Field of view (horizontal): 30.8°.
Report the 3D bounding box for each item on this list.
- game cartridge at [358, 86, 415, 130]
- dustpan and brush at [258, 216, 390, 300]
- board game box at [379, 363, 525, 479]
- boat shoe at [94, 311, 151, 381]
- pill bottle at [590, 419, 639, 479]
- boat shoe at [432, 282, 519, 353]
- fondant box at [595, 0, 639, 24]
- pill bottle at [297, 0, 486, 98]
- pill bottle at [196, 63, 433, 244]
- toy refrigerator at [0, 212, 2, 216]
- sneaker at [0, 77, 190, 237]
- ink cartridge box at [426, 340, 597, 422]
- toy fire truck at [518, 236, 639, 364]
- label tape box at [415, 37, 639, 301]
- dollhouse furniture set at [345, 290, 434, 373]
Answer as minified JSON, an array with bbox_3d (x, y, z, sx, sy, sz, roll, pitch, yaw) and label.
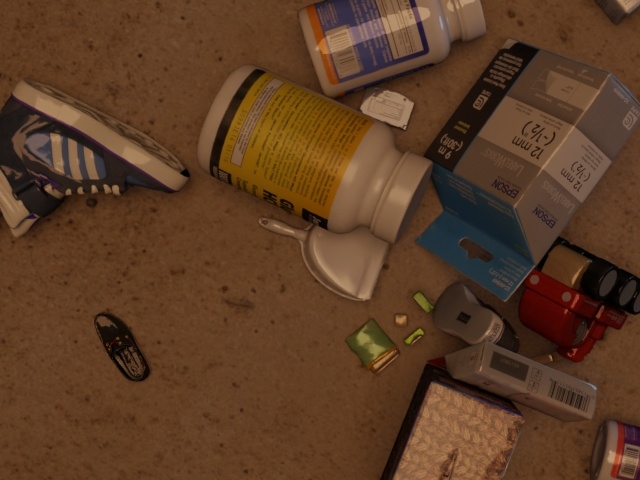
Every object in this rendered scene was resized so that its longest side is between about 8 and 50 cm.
[{"bbox_3d":[0.108,-0.217,1.884,0.083,0.017,0.056,20,94,4],"label":"game cartridge"},{"bbox_3d":[0.000,0.000,1.874,0.211,0.060,0.147,21,78,-2],"label":"dustpan and brush"},{"bbox_3d":[0.184,0.326,1.732,0.141,0.291,0.232,21,90,4],"label":"board game box"},{"bbox_3d":[-0.325,0.172,1.895,0.049,0.042,0.133,-36,85,5],"label":"boat shoe"},{"bbox_3d":[0.525,0.351,1.800,0.193,0.108,0.108,14,90,4],"label":"pill bottle"},{"bbox_3d":[0.241,0.127,1.776,0.076,0.228,0.080,35,88,-17],"label":"boat shoe"},{"bbox_3d":[0.462,-0.546,1.827,0.238,0.096,0.330,-38,88,2],"label":"fondant box"},{"bbox_3d":[0.113,-0.332,1.818,0.272,0.152,0.152,-18,88,3],"label":"pill bottle"},{"bbox_3d":[-0.006,-0.125,1.791,0.334,0.188,0.188,25,91,10],"label":"pill bottle"},{"bbox_3d":[-0.636,0.047,1.894,0.102,0.094,0.269,30,92,-3],"label":"toy refrigerator"},{"bbox_3d":[-0.398,-0.090,1.872,0.322,0.130,0.236,29,101,-1],"label":"sneaker"},{"bbox_3d":[0.275,0.220,1.735,0.189,0.232,0.066,22,68,-11],"label":"ink cartridge box"},{"bbox_3d":[0.355,0.128,1.774,0.158,0.217,0.246,31,96,36],"label":"toy fire truck"},{"bbox_3d":[0.284,-0.115,1.752,0.115,0.249,0.348,37,91,-35],"label":"label tape box"},{"bbox_3d":[0.115,0.145,1.856,0.151,0.058,0.076,-40,86,2],"label":"dollhouse furniture set"}]
